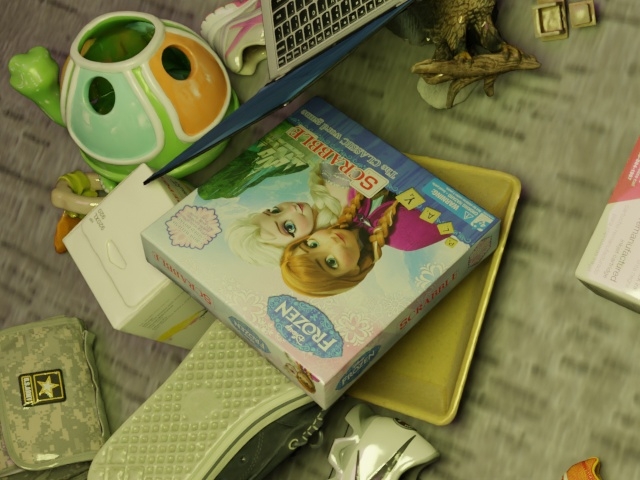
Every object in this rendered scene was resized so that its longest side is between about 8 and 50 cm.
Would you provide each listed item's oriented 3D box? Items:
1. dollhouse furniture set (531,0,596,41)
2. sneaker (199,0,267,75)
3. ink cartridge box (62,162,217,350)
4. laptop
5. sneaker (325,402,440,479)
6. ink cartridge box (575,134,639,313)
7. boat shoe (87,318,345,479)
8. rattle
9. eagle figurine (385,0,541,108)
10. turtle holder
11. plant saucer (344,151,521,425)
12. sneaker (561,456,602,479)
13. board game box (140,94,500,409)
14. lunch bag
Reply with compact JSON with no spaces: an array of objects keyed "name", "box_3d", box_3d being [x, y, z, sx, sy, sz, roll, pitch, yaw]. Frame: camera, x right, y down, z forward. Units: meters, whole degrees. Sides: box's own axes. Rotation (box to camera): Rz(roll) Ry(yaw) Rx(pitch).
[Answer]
[{"name":"dollhouse furniture set","box_3d":[0.375,-0.356,1.539,0.181,0.101,0.161,-3,100,26]},{"name":"sneaker","box_3d":[-0.056,-0.332,1.738,0.252,0.103,0.111,-34,68,23]},{"name":"ink cartridge box","box_3d":[-0.203,0.031,1.635,0.168,0.232,0.171,-43,62,11]},{"name":"laptop","box_3d":[-0.064,-0.308,1.464,0.382,0.236,0.408,-19,76,56]},{"name":"sneaker","box_3d":[0.052,0.386,1.473,0.146,0.122,0.331,21,94,26]},{"name":"ink cartridge box","box_3d":[0.475,0.015,1.357,0.283,0.117,0.207,25,89,30]},{"name":"boat shoe","box_3d":[-0.074,0.191,1.489,0.500,0.156,0.187,-43,59,-5]},{"name":"rattle","box_3d":[-0.316,-0.030,1.811,0.199,0.130,0.143,7,98,-2]},{"name":"eagle figurine","box_3d":[0.182,-0.342,1.535,0.225,0.226,0.298,-25,68,19]},{"name":"turtle holder","box_3d":[-0.279,-0.226,1.714,0.243,0.227,0.320,-42,52,-16]},{"name":"plant saucer","box_3d":[0.086,0.049,1.571,0.332,0.081,0.333,14,84,29]},{"name":"sneaker","box_3d":[0.355,0.333,1.372,0.067,0.064,0.175,-35,66,4]},{"name":"board game box","box_3d":[0.000,0.000,1.445,0.318,0.066,0.318,36,63,25]},{"name":"lunch bag","box_3d":[-0.457,0.262,1.750,0.287,0.169,0.235,-23,64,12]}]
